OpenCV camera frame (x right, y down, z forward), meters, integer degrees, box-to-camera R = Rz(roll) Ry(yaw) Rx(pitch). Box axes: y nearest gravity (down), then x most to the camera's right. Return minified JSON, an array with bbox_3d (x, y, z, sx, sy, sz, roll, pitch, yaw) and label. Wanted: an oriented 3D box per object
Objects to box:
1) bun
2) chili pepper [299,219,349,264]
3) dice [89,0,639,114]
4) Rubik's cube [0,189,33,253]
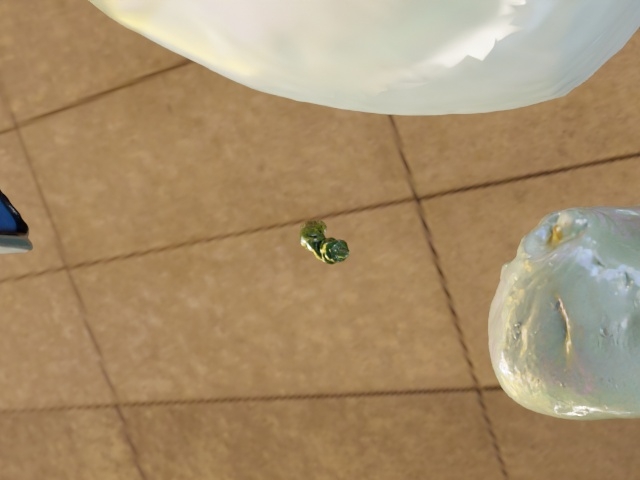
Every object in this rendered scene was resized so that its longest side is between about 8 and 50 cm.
[{"bbox_3d":[0.300,0.047,1.358,0.283,0.283,0.179,14,135,42],"label":"bun"},{"bbox_3d":[0.000,0.000,0.916,0.022,0.027,0.083,-59,21,6],"label":"chili pepper"},{"bbox_3d":[0.028,-0.217,0.359,0.262,0.268,0.264,32,143,11],"label":"dice"},{"bbox_3d":[-0.235,-0.015,0.531,0.250,0.234,0.284,-46,42,26],"label":"Rubik's cube"}]
